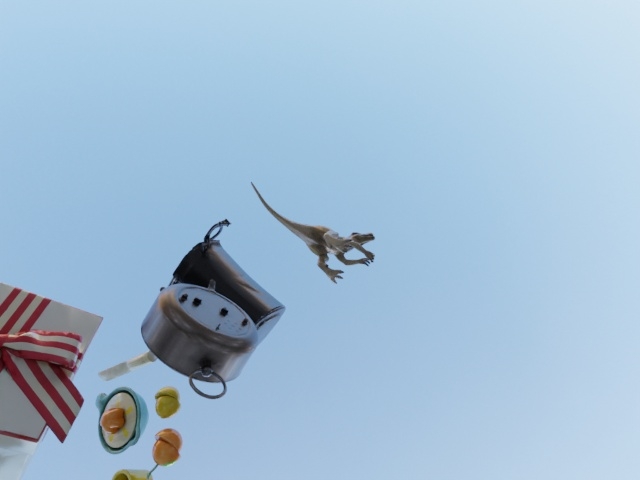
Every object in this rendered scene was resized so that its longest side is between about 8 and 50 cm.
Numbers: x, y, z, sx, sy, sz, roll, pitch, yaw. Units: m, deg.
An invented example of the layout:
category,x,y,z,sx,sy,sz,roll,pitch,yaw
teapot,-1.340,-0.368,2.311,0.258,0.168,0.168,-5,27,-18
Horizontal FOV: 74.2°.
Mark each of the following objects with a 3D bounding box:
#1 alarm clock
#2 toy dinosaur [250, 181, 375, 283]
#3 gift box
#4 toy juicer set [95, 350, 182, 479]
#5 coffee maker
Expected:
category,x,y,z,sx,sy,sz,roll,pitch,yaw
alarm clock,-0.131,0.110,0.482,0.129,0.064,0.192,28,-168,-27
toy dinosaur,0.000,0.000,0.475,0.183,0.053,0.092,19,-162,-40
gift box,-0.509,0.232,0.651,0.255,0.258,0.276,23,-146,-23
toy juicer set,-0.401,0.359,0.903,0.089,0.209,0.329,30,-160,-54
coffee maker,-0.156,0.091,0.723,0.178,0.171,0.120,39,-140,15
